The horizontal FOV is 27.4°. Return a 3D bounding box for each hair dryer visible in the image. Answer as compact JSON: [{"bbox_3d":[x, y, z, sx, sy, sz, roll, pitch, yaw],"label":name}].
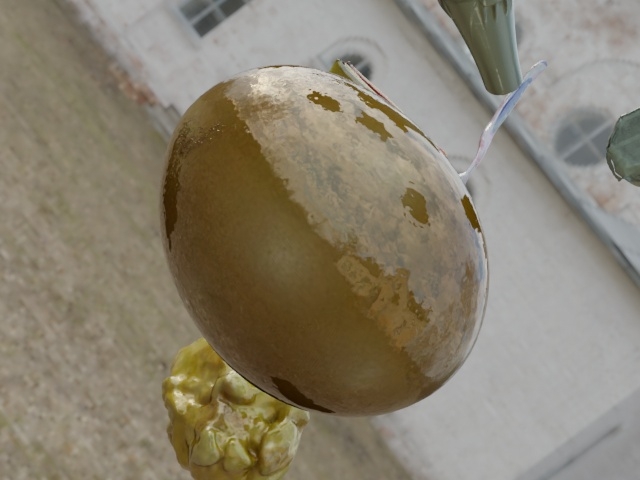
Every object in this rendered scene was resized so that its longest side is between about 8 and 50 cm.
[{"bbox_3d":[0.144,-0.273,1.467,0.229,0.092,0.267,61,-11,-25],"label":"hair dryer"}]

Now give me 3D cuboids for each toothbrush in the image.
[{"bbox_3d":[0.235,-0.151,1.775,0.027,0.269,0.021,23,-28,30],"label":"toothbrush"}]

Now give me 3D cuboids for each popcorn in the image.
[{"bbox_3d":[-0.111,0.212,1.640,0.190,0.191,0.253,29,-9,-2],"label":"popcorn"}]

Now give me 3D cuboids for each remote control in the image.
[{"bbox_3d":[0.455,-0.141,1.588,0.052,0.247,0.104,9,64,-46],"label":"remote control"}]

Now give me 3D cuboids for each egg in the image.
[{"bbox_3d":[0.000,0.000,1.226,0.351,0.282,0.282,55,2,2],"label":"egg"}]

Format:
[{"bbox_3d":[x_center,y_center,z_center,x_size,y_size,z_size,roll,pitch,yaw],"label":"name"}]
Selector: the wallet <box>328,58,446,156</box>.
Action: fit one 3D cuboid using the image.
[{"bbox_3d":[0.063,-0.153,1.969,0.241,0.141,0.067,46,14,31],"label":"wallet"}]
